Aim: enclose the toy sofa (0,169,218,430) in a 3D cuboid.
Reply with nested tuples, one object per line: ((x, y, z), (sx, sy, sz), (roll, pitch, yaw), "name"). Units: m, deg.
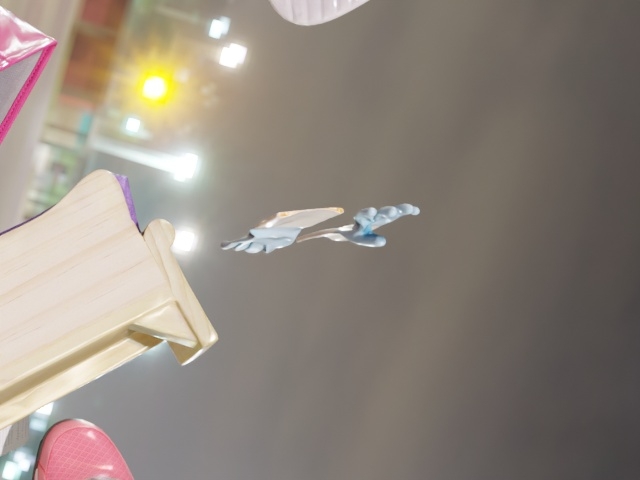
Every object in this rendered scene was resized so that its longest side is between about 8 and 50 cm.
((-0.284, 0.096, 1.624), (0.177, 0.362, 0.150), (60, -15, 4), "toy sofa")

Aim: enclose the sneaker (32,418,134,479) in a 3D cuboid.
((-0.203, 0.307, 1.924), (0.136, 0.116, 0.314), (-53, -133, 49), "sneaker")

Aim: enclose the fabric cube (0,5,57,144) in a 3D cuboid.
((-0.429, -0.121, 1.655), (0.254, 0.258, 0.259), (-56, 179, 19), "fabric cube")

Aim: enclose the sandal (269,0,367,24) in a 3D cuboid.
((0.072, -0.260, 1.497), (0.265, 0.102, 0.076), (-30, -177, 5), "sandal")

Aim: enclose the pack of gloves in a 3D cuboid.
((0.000, 0.000, 2.277), (0.232, 0.195, 0.046), (156, -74, -65), "pack of gloves")

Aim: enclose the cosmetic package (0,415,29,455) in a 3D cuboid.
((-0.396, 0.182, 1.992), (0.231, 0.085, 0.117), (-20, 115, -63), "cosmetic package")
